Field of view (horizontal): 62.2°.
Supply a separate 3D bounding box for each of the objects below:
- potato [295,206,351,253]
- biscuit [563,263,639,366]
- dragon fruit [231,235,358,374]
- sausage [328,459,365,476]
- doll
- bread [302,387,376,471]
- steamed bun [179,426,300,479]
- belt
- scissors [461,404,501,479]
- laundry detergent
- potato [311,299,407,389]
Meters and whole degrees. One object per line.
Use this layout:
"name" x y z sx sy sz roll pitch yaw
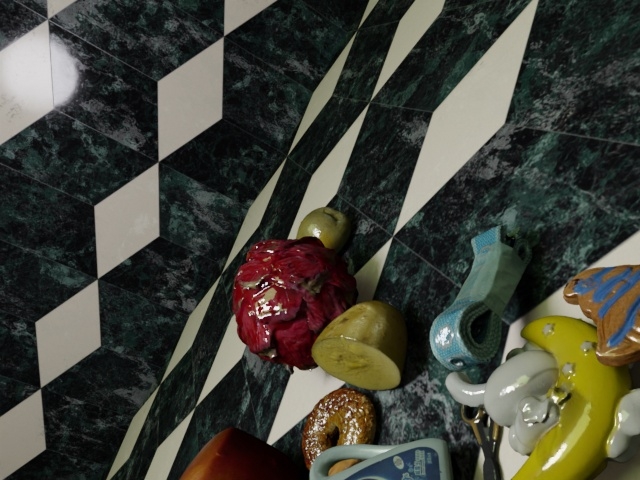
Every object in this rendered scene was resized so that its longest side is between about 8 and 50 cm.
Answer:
"potato" 0.000 0.000 1.550 0.157 0.157 0.194 -99 28 -56
"biscuit" 0.398 0.081 0.580 0.183 0.043 0.280 -44 27 -17
"dragon fruit" -0.060 0.143 1.277 0.329 0.329 0.329 -48 26 33
"sausage" 0.033 0.464 0.929 0.241 0.120 0.136 -43 17 26
"doll" 0.289 0.200 0.679 0.252 0.111 0.237 -46 27 22
"bread" 0.033 0.386 1.074 0.193 0.064 0.193 -36 33 28
"steamed bun" -0.176 0.530 1.076 0.248 0.235 0.379 -58 -3 6
"belt" 0.253 0.075 0.817 0.072 0.087 0.302 -46 3 47
"scissors" 0.245 0.321 0.766 0.088 0.017 0.220 -39 32 40
"laundry detergent" 0.058 0.394 0.782 0.280 0.105 0.215 -10 32 14
"potato" 0.096 0.194 1.073 0.158 0.178 0.203 -59 0 -39
